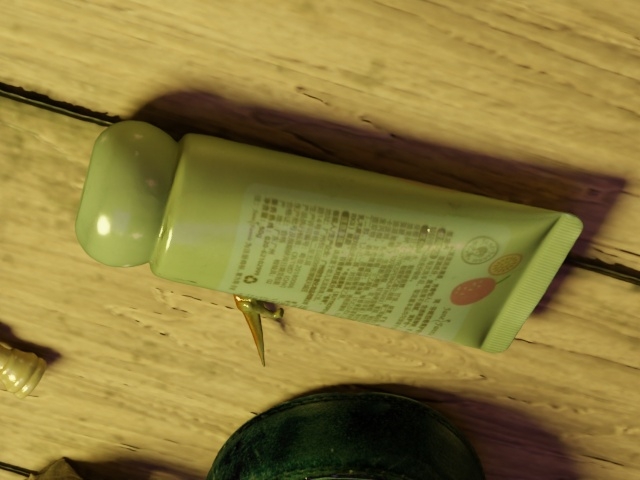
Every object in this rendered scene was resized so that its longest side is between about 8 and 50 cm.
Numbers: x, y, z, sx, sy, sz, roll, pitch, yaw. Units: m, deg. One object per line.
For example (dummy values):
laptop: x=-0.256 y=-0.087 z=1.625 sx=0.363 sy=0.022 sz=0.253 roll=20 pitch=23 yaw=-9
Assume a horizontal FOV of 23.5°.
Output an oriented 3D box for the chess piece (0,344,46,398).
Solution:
chess piece: x=-0.248 y=0.078 z=1.129 sx=0.092 sy=0.035 sz=0.035 roll=38 pitch=128 yaw=-22

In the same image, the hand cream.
hand cream: x=0.000 y=0.000 z=0.977 sx=0.306 sy=0.093 sz=0.147 roll=14 pitch=136 yaw=-9

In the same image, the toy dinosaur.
toy dinosaur: x=-0.042 y=0.041 z=1.066 sx=0.041 sy=0.026 sz=0.113 roll=-6 pitch=125 yaw=22

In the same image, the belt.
belt: x=0.005 y=0.223 z=1.181 sx=0.206 sy=0.116 sz=0.267 roll=39 pitch=125 yaw=-24

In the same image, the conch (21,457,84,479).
conch: x=-0.190 y=0.275 z=1.219 sx=0.163 sy=0.245 sz=0.178 roll=-32 pitch=109 yaw=-8
